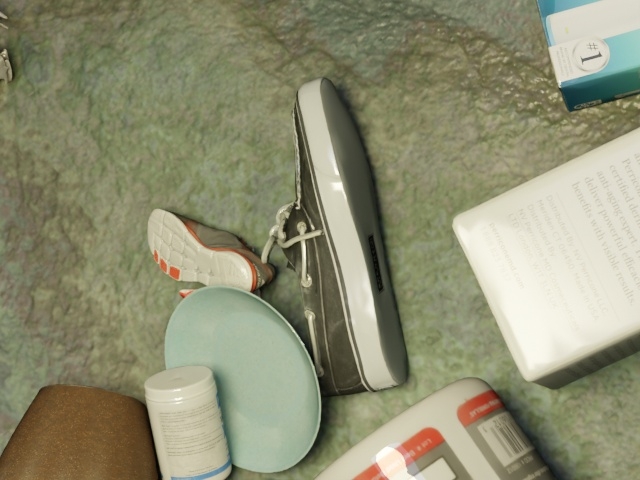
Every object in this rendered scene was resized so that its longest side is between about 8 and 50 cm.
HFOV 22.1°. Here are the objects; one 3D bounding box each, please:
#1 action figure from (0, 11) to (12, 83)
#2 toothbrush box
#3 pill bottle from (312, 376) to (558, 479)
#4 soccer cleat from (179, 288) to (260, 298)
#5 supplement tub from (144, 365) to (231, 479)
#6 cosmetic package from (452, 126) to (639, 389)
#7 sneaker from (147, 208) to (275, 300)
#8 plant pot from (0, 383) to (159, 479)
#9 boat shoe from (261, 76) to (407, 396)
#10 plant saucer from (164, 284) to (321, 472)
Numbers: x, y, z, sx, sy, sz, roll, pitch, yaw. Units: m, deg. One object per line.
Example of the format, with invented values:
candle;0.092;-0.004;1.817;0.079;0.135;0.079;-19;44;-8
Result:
action figure;-0.426;-0.161;1.708;0.185;0.099;0.285;14;83;21
toothbrush box;0.343;-0.267;1.525;0.296;0.126;0.216;-14;81;10
pill bottle;0.161;0.322;1.458;0.210;0.210;0.363;-36;77;7
soccer cleat;-0.100;0.055;1.641;0.083;0.029;0.035;12;78;11
supplement tub;-0.128;0.182;1.587;0.071;0.071;0.107;-6;106;12
cosmetic package;0.363;-0.034;1.441;0.453;0.230;0.161;-25;78;8
sneaker;-0.109;0.014;1.639;0.158;0.065;0.061;32;119;33
plant pot;-0.239;0.262;1.573;0.215;0.215;0.230;4;72;13
boat shoe;0.001;0.000;1.583;0.105;0.113;0.306;-12;97;17
plant saucer;-0.068;0.130;1.590;0.195;0.037;0.194;15;116;33
